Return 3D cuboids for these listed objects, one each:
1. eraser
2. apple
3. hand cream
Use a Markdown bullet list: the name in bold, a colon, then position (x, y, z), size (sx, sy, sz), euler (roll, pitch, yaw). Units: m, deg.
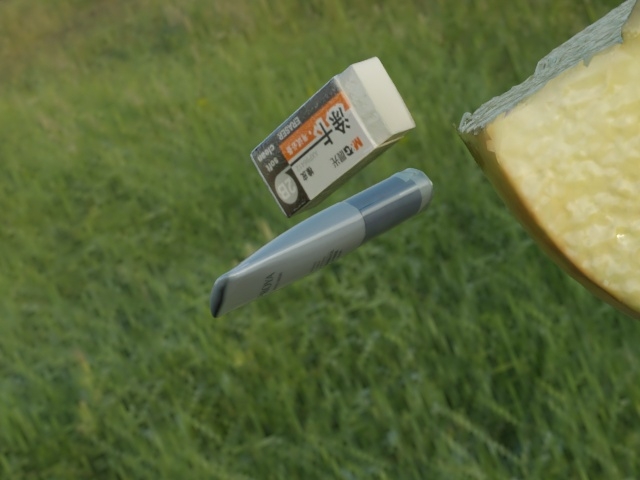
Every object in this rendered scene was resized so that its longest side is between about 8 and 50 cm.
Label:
- **eraser**: position (0.006, -0.062, 0.972), size (0.029, 0.052, 0.122), euler (-26, -7, -40)
- **apple**: position (0.254, -0.079, 0.942), size (0.314, 0.252, 0.309), euler (17, 16, 13)
- **hand cream**: position (0.000, 0.000, 1.509), size (0.255, 0.048, 0.079), euler (-30, -24, -28)
